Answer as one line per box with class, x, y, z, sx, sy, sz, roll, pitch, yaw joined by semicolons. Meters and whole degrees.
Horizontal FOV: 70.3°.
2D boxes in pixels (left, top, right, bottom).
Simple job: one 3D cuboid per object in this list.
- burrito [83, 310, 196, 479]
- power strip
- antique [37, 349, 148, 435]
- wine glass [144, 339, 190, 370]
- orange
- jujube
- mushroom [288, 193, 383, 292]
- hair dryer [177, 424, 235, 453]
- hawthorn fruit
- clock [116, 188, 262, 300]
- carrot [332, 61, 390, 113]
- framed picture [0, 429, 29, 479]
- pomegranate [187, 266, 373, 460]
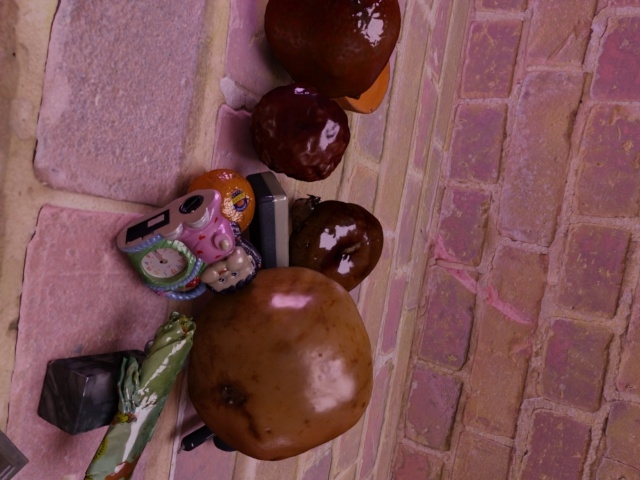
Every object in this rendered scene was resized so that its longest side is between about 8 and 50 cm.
burrito;-0.276;0.240;0.687;0.287;0.054;0.104;-68;150;-19
power strip;-0.114;-0.019;0.995;0.070;0.105;0.256;-12;134;-19
antique;-0.332;0.234;0.729;0.183;0.088;0.085;14;88;-64
wine glass;-0.281;0.206;0.826;0.042;0.083;0.038;32;76;-64
orange;-0.193;-0.068;0.864;0.136;0.118;0.135;18;68;-54
jujube;-0.046;-0.226;0.969;0.232;0.213;0.212;-57;155;-84
mushroom;0.030;0.017;1.141;0.254;0.268;0.266;-146;-118;-74
hair dryer;-0.235;0.421;0.993;0.219;0.072;0.124;1;106;-65
hawthorn fruit;0.026;-0.456;0.989;0.311;0.295;0.294;132;-22;-72
clock;-0.216;0.025;0.784;0.100;0.194;0.195;-111;174;-48
carrot;0.100;-0.498;1.309;0.307;0.100;0.258;-18;113;-58
framed picture;-0.521;0.220;0.414;0.326;0.028;0.445;-50;142;-45
pomegranate;-0.069;0.231;0.947;0.410;0.411;0.409;-33;129;-56
